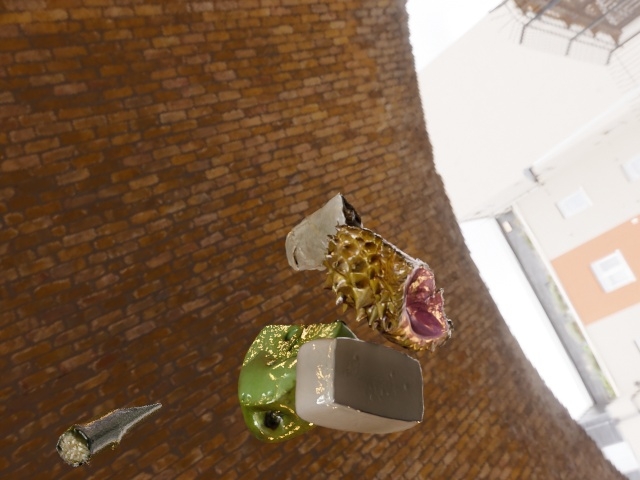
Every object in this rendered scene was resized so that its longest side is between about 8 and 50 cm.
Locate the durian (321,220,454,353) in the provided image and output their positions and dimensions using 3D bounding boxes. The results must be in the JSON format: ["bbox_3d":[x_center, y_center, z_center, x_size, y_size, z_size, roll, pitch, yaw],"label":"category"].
[{"bbox_3d":[0.089,0.087,1.022,0.112,0.191,0.341,-61,-28,-14],"label":"durian"}]

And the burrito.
[{"bbox_3d":[0.000,0.000,1.348,0.076,0.392,0.117,-16,-96,-19],"label":"burrito"}]

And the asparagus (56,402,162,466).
[{"bbox_3d":[-0.247,0.220,0.810,0.045,0.041,0.178,23,-171,11],"label":"asparagus"}]

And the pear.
[{"bbox_3d":[-0.065,0.378,1.723,0.238,0.342,0.318,52,-125,-22],"label":"pear"}]

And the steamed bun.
[{"bbox_3d":[0.057,0.267,1.224,0.242,0.164,0.146,20,-120,-31],"label":"steamed bun"}]
